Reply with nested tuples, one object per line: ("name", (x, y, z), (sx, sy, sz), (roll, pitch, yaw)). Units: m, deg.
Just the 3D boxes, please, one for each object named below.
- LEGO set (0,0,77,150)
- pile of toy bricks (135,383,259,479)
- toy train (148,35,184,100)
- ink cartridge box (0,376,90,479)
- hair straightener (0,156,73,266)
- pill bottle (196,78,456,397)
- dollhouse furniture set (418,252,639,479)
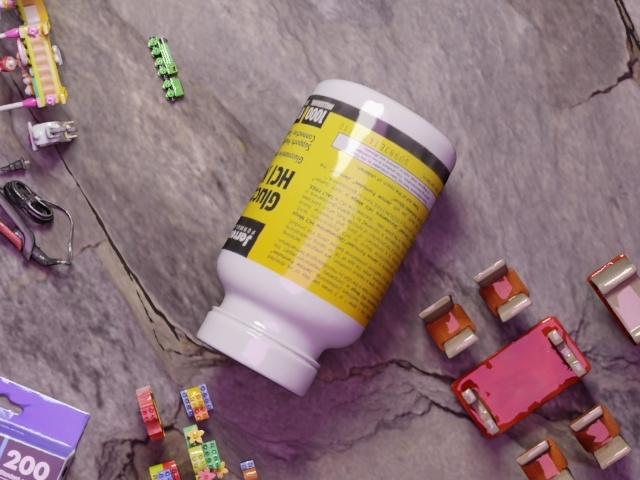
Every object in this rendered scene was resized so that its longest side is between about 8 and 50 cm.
("LEGO set", (-0.365, -0.245, 1.629), (0.107, 0.132, 0.287), (-13, 85, -4))
("pile of toy bricks", (-0.136, 0.258, 1.606), (0.118, 0.105, 0.212), (-18, 86, -6))
("toy train", (-0.186, -0.209, 1.696), (0.024, 0.017, 0.083), (-17, 85, -15))
("ink cartridge box", (-0.400, 0.257, 1.621), (0.206, 0.045, 0.208), (22, 82, -1))
("hair straightener", (-0.371, -0.059, 1.652), (0.230, 0.047, 0.089), (43, 83, 1))
("pill bottle", (0.000, 0.000, 1.600), (0.188, 0.188, 0.334), (29, 83, 0))
("dollhouse furniture set", (0.280, 0.131, 1.656), (0.259, 0.135, 0.262), (-35, 87, 5))
